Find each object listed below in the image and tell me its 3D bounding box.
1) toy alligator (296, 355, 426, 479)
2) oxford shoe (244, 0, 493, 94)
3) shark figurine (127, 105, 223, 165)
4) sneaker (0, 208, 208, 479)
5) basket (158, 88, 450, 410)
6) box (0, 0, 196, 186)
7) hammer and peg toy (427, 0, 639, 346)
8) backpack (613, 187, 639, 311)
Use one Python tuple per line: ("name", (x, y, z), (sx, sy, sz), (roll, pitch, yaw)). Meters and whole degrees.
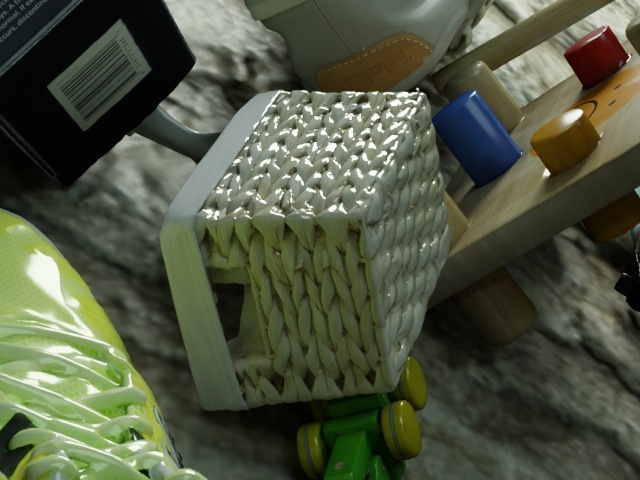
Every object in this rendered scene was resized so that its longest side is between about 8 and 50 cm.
("toy alligator", (0.022, 0.111, 0.727), (0.189, 0.056, 0.051), (-76, 146, -57))
("oxford shoe", (0.070, -0.199, 1.115), (0.130, 0.169, 0.449), (60, 26, -10))
("shark figurine", (-0.125, -0.141, 0.884), (0.166, 0.116, 0.278), (-4, 45, -42))
("sneaker", (-0.086, 0.109, 0.541), (0.145, 0.147, 0.384), (8, 38, -31))
("basket", (0.000, 0.000, 0.763), (0.103, 0.113, 0.167), (-2, 28, 18))
("box", (-0.183, -0.151, 0.780), (0.207, 0.108, 0.153), (44, -5, 16))
("hammer and peg toy", (0.186, -0.091, 0.971), (0.127, 0.266, 0.361), (51, 29, -10))
("backpack", (0.291, -0.009, 1.058), (0.152, 0.115, 0.182), (22, 31, -12))
